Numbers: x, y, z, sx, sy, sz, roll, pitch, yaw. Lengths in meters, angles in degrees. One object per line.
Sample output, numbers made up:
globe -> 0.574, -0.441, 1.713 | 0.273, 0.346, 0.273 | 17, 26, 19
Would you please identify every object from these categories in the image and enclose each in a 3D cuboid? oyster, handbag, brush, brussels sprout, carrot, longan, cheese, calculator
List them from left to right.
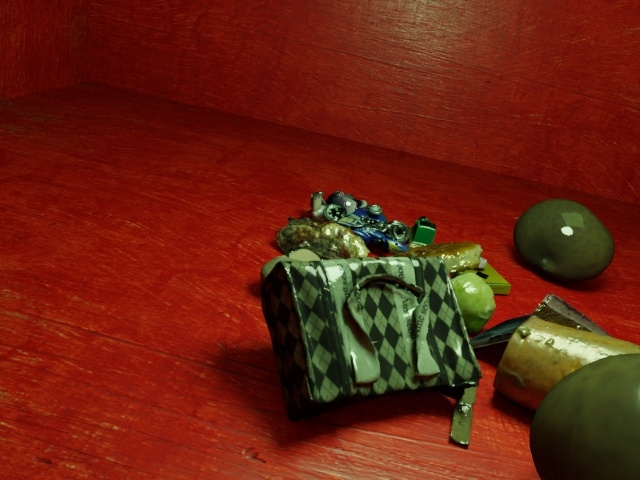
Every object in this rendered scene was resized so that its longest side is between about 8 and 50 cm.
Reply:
cheese -> -0.024, 0.071, 1.554 | 0.171, 0.048, 0.092 | 1, 47, -22
oyster -> -0.001, -0.008, 1.657 | 0.270, 0.100, 0.275 | -12, 48, -2
handbag -> 0.113, 0.192, 1.101 | 0.415, 0.180, 0.317 | -2, 58, -27
brussels sprout -> 0.383, 0.172, 1.437 | 0.151, 0.149, 0.122 | 11, 35, 40
brush -> 0.310, 0.347, 1.142 | 0.043, 0.036, 0.248 | 14, 30, 14
calculator -> 0.493, 0.227, 1.389 | 0.261, 0.021, 0.161 | -12, -11, -44
longan -> 0.857, -0.002, 1.897 | 0.288, 0.289, 0.350 | -4, 34, -33
carrot -> 0.567, 0.300, 1.134 | 0.340, 0.224, 0.224 | 23, 25, 30
longan -> 0.527, 0.362, 0.816 | 0.404, 0.336, 0.405 | -20, 38, 16

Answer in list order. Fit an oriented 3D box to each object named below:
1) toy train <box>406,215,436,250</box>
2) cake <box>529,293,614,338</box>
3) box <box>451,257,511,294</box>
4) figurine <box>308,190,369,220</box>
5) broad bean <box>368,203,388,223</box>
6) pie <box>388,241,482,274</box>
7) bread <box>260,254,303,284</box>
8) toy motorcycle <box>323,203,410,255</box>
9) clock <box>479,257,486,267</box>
toy train -> 0.352, -0.015, 1.845 | 0.091, 0.136, 0.228 | 15, 26, 4
cake -> 0.624, 0.237, 1.339 | 0.295, 0.116, 0.113 | 34, -2, -23
box -> 0.500, 0.093, 1.791 | 0.153, 0.041, 0.279 | 5, 25, -16
figurine -> 0.072, -0.108, 1.917 | 0.222, 0.145, 0.145 | 3, 24, -6
broad bean -> 0.215, -0.059, 1.965 | 0.077, 0.061, 0.339 | 2, 24, -6
pie -> 0.312, 0.065, 1.566 | 0.315, 0.093, 0.315 | -11, 1, 0
bread -> -0.003, 0.140, 1.361 | 0.337, 0.102, 0.183 | 14, 23, 7
toy motorcycle -> 0.148, -0.030, 1.780 | 0.315, 0.113, 0.169 | 17, 51, 8
clock -> 0.478, 0.061, 1.755 | 0.129, 0.041, 0.087 | 22, 21, 35
